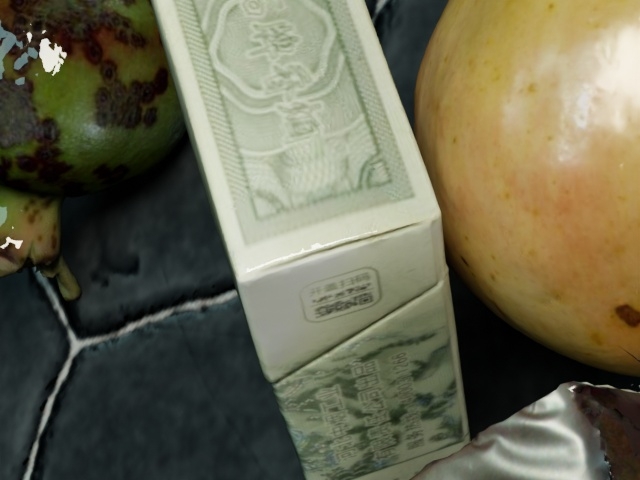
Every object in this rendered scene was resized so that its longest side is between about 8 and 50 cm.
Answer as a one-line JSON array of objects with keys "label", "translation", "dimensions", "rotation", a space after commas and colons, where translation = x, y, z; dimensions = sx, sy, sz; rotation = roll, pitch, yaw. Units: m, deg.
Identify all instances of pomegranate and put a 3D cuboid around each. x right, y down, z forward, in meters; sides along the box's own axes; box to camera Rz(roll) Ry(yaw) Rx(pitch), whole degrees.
[{"label": "pomegranate", "translation": [-0.142, -0.068, 0.980], "dimensions": [0.169, 0.148, 0.148], "rotation": [-54, 48, 13]}, {"label": "pomegranate", "translation": [0.123, -0.044, 0.689], "dimensions": [0.191, 0.191, 0.191], "rotation": [-15, 66, 39]}]

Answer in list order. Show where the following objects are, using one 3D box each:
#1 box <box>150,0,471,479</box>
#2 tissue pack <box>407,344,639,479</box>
[{"label": "box", "translation": [-0.001, 0.000, 0.750], "dimensions": [0.069, 0.256, 0.164], "rotation": [-17, 59, -2]}, {"label": "tissue pack", "translation": [0.121, 0.240, 0.592], "dimensions": [0.198, 0.210, 0.370], "rotation": [-39, 53, 36]}]
